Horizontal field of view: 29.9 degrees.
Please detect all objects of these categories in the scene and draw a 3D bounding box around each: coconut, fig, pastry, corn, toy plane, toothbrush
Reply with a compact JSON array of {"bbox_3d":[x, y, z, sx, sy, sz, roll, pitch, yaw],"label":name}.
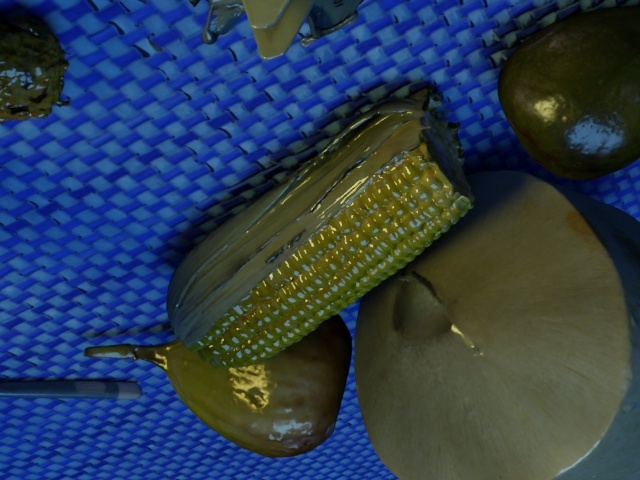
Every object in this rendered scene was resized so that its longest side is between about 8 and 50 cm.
[{"bbox_3d":[0.177,0.097,1.070,0.323,0.323,0.323,-14,151,-8],"label":"coconut"},{"bbox_3d":[-0.096,0.123,1.144,0.257,0.159,0.159,9,144,-12],"label":"fig"},{"bbox_3d":[-0.224,-0.104,0.736,0.140,0.056,0.080,-10,162,-19],"label":"pastry"},{"bbox_3d":[-0.002,-0.004,0.990,0.305,0.122,0.123,-36,103,24],"label":"corn"},{"bbox_3d":[0.040,-0.194,0.715,0.262,0.088,0.192,-27,157,-5],"label":"toy plane"},{"bbox_3d":[0.229,-0.120,0.902,0.185,0.126,0.133,-23,138,15],"label":"fig"},{"bbox_3d":[-0.296,0.143,1.158,0.276,0.019,0.025,5,136,-35],"label":"toothbrush"}]
